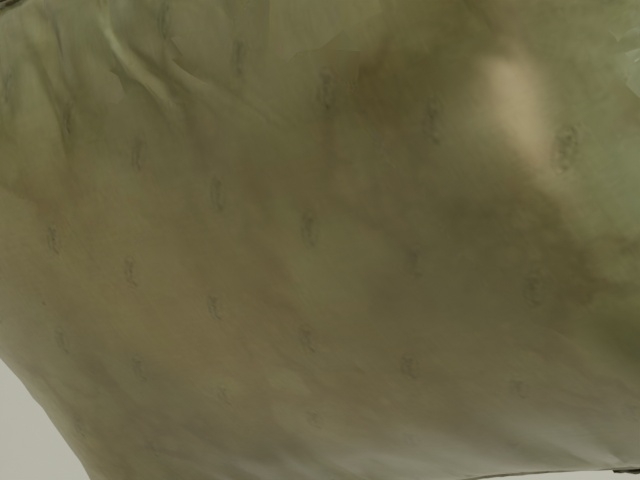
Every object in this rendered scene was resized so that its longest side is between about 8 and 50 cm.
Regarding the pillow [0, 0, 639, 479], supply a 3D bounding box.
[{"bbox_3d":[0.000,0.000,0.502,0.302,0.185,0.075,-13,29,46],"label":"pillow"}]
